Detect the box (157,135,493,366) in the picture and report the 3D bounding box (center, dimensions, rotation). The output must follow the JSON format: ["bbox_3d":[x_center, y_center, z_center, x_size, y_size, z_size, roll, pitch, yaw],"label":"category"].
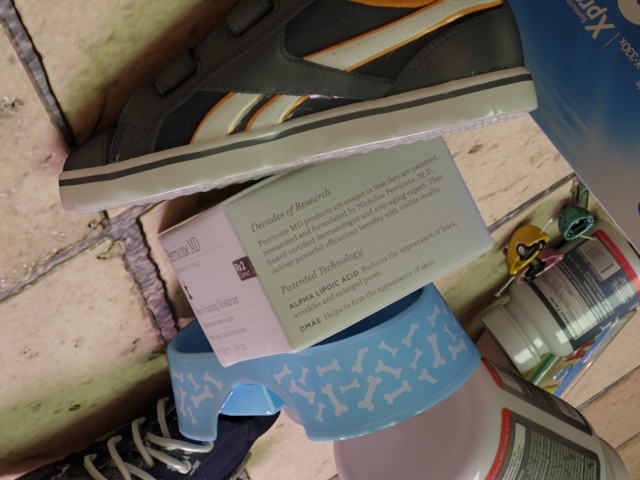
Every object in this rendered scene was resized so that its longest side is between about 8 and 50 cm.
[{"bbox_3d":[0.000,0.000,1.308,0.182,0.119,0.181,-27,-178,-21],"label":"box"}]

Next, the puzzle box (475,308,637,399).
[{"bbox_3d":[0.211,0.228,2.238,0.272,0.052,0.409,-6,138,-52],"label":"puzzle box"}]

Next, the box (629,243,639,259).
[{"bbox_3d":[0.483,-0.008,2.055,0.168,0.167,0.203,-32,159,-8],"label":"box"}]

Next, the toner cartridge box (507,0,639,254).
[{"bbox_3d":[0.249,-0.100,1.239,0.165,0.348,0.075,-44,157,19],"label":"toner cartridge box"}]

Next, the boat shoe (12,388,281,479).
[{"bbox_3d":[-0.171,0.204,1.575,0.158,0.127,0.340,-54,164,27],"label":"boat shoe"}]

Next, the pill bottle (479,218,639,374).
[{"bbox_3d":[0.275,0.068,1.980,0.180,0.108,0.108,-35,159,0],"label":"pill bottle"}]

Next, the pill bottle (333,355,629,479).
[{"bbox_3d":[0.196,0.256,1.989,0.210,0.210,0.363,-42,140,16],"label":"pill bottle"}]

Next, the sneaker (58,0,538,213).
[{"bbox_3d":[-0.027,-0.105,1.142,0.321,0.127,0.126,-14,-179,12],"label":"sneaker"}]

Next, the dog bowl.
[{"bbox_3d":[-0.010,0.093,1.442,0.297,0.074,0.166,-7,-159,45],"label":"dog bowl"}]

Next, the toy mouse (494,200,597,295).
[{"bbox_3d":[0.247,0.000,1.899,0.143,0.031,0.161,-17,152,-40],"label":"toy mouse"}]

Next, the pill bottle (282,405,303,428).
[{"bbox_3d":[0.016,0.160,1.831,0.067,0.067,0.120,-45,157,23],"label":"pill bottle"}]

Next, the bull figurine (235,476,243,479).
[{"bbox_3d":[-0.183,0.345,1.873,0.188,0.101,0.310,-43,159,24],"label":"bull figurine"}]
